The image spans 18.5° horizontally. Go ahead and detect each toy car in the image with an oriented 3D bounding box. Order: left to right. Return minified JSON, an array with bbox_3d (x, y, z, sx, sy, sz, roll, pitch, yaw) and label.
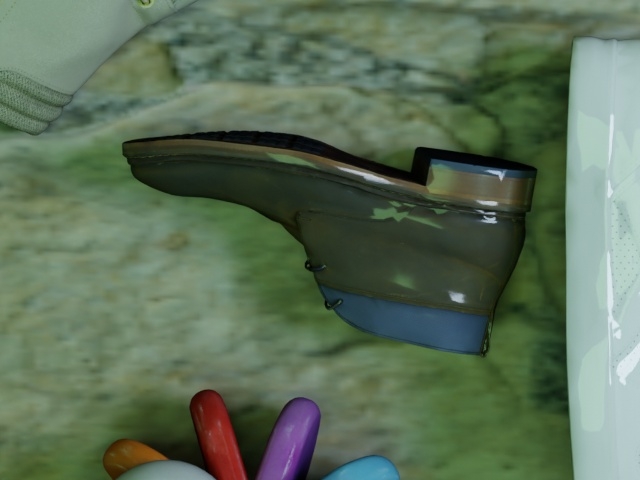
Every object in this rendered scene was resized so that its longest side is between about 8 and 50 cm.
[{"bbox_3d":[-0.035,0.148,1.056,0.182,0.159,0.136,8,65,3],"label":"toy car"}]

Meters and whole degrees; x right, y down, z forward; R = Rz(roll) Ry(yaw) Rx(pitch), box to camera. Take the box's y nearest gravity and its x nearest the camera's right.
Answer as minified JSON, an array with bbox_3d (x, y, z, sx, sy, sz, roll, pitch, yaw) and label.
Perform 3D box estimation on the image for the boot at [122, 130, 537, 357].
[{"bbox_3d":[0.000,0.000,1.042,0.219,0.082,0.106,6,99,1],"label":"boot"}]

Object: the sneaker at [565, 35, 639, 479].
[{"bbox_3d":[0.212,0.041,1.020,0.169,0.108,0.292,1,100,8],"label":"sneaker"}]

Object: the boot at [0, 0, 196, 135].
[{"bbox_3d":[-0.161,-0.154,0.992,0.165,0.077,0.213,-39,132,13],"label":"boot"}]
